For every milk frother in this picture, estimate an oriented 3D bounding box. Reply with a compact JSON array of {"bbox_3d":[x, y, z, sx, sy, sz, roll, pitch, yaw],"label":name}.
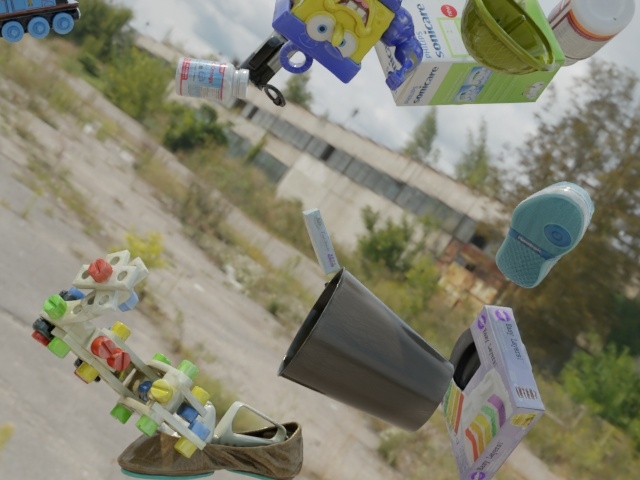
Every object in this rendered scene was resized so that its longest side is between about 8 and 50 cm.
[{"bbox_3d":[-0.104,-0.413,2.374,0.143,0.135,0.129,43,3,-14],"label":"milk frother"}]

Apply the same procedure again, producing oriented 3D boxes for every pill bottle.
[{"bbox_3d":[0.499,-0.414,1.883,0.121,0.121,0.221,35,-11,-1],"label":"pill bottle"},{"bbox_3d":[-0.244,-0.362,2.236,0.160,0.087,0.087,6,2,-2],"label":"pill bottle"}]

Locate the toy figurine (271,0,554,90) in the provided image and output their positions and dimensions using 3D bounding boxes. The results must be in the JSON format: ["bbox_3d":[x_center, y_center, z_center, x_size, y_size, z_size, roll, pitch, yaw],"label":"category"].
[{"bbox_3d":[0.052,-0.255,1.069,0.362,0.217,0.191,34,26,-27],"label":"toy figurine"}]

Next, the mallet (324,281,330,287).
[{"bbox_3d":[0.029,0.173,1.841,0.062,0.039,0.190,103,-22,-65],"label":"mallet"}]

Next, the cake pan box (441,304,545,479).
[{"bbox_3d":[0.321,0.294,1.917,0.070,0.246,0.267,12,42,-19],"label":"cake pan box"}]

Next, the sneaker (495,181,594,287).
[{"bbox_3d":[0.442,-0.058,1.816,0.127,0.208,0.319,40,-24,8],"label":"sneaker"}]

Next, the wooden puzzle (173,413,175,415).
[{"bbox_3d":[-0.252,0.289,1.683,0.078,0.014,0.116,6,49,-51],"label":"wooden puzzle"}]

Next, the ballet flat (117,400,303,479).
[{"bbox_3d":[-0.160,0.317,1.577,0.342,0.124,0.116,13,2,-36],"label":"ballet flat"}]

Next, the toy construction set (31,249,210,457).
[{"bbox_3d":[-0.287,0.160,1.416,0.215,0.151,0.328,19,-41,43],"label":"toy construction set"}]

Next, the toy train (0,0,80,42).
[{"bbox_3d":[-0.553,-0.444,1.892,0.080,0.184,0.105,37,-43,51],"label":"toy train"}]

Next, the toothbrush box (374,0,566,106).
[{"bbox_3d":[0.243,-0.347,1.690,0.122,0.283,0.206,118,-38,-55],"label":"toothbrush box"}]

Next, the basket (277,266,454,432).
[{"bbox_3d":[0.079,0.183,1.528,0.226,0.204,0.154,33,-29,-5],"label":"basket"}]

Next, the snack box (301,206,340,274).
[{"bbox_3d":[0.000,0.000,2.188,0.100,0.037,0.141,-148,-142,-81],"label":"snack box"}]
